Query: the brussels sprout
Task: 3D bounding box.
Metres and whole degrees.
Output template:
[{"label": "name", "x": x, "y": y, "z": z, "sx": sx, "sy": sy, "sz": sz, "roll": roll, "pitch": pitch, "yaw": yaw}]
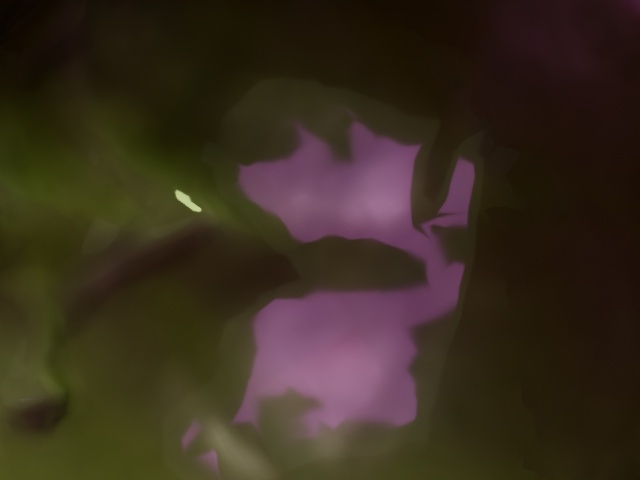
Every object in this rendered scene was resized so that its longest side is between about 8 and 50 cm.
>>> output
[{"label": "brussels sprout", "x": 0.003, "y": 0.001, "z": 0.450, "sx": 0.316, "sy": 0.274, "sz": 0.243, "roll": -31, "pitch": 102, "yaw": 13}]
